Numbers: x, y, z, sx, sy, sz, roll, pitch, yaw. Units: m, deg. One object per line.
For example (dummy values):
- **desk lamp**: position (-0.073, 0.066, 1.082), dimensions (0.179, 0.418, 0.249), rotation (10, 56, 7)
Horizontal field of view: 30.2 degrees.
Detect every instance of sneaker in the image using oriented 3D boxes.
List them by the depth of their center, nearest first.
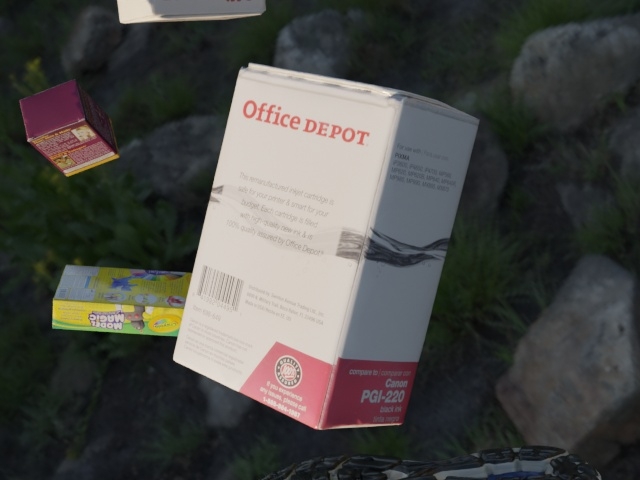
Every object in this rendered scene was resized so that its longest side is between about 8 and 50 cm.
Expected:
- **sneaker**: position (0.067, 0.260, 0.976), dimensions (0.330, 0.147, 0.130), rotation (-3, 9, 10)

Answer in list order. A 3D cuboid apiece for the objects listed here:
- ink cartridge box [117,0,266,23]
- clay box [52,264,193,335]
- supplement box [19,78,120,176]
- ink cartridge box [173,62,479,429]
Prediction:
- **ink cartridge box**: position (-0.149, -0.341, 1.288), dimensions (0.086, 0.148, 0.203), rotation (6, 102, 53)
- **clay box**: position (-0.272, 0.089, 1.737), dimensions (0.222, 0.053, 0.127), rotation (5, 22, -5)
- **supplement box**: position (-0.218, -0.097, 1.035), dimensions (0.055, 0.083, 0.043), rotation (-19, 68, 5)
- **ink cartridge box**: position (0.000, 0.000, 0.806), dimensions (0.159, 0.092, 0.217), rotation (18, 99, 43)
